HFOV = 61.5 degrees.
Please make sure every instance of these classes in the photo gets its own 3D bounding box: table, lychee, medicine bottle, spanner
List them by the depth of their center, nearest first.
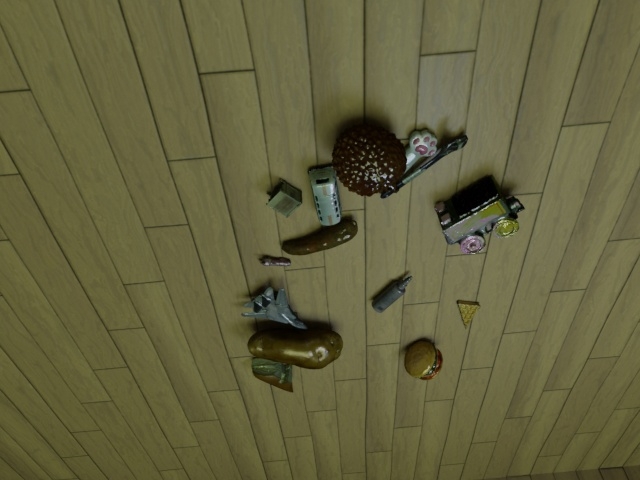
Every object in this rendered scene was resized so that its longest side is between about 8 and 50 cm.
[{"bbox_3d":[0.141,-0.213,1.484,0.200,0.200,0.238,-33,115,24],"label":"lychee"},{"bbox_3d":[0.296,-0.211,1.587,0.315,0.024,0.087,-35,169,30],"label":"spanner"},{"bbox_3d":[-0.110,-0.129,1.627,0.083,0.062,0.079,29,125,-29],"label":"table"},{"bbox_3d":[0.268,0.189,1.969,0.057,0.058,0.199,24,127,-25],"label":"medicine bottle"}]

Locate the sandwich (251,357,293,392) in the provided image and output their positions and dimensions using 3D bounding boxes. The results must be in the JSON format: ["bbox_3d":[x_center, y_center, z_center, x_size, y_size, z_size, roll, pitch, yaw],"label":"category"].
[{"bbox_3d":[-0.178,0.561,2.264,0.088,0.090,0.244,-33,128,28],"label":"sandwich"}]

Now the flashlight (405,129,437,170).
[{"bbox_3d":[0.253,-0.238,1.565,0.093,0.048,0.200,29,124,-30],"label":"flashlight"}]

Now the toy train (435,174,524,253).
[{"bbox_3d":[0.495,-0.072,1.685,0.260,0.134,0.177,-31,128,22],"label":"toy train"}]

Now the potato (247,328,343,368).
[{"bbox_3d":[-0.097,0.413,2.071,0.368,0.195,0.177,6,111,-8],"label":"potato"}]

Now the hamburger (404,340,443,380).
[{"bbox_3d":[0.422,0.495,2.211,0.115,0.162,0.162,34,123,-32],"label":"hamburger"}]

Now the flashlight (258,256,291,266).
[{"bbox_3d":[-0.155,0.072,1.839,0.110,0.052,0.032,3,98,-16],"label":"flashlight"}]

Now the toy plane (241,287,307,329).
[{"bbox_3d":[-0.140,0.260,1.990,0.212,0.088,0.267,-35,135,27],"label":"toy plane"}]

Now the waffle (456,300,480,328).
[{"bbox_3d":[0.559,0.294,2.118,0.097,0.023,0.153,6,134,-9],"label":"waffle"}]

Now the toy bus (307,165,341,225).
[{"bbox_3d":[0.018,-0.127,1.623,0.087,0.089,0.194,-8,135,3],"label":"toy bus"}]

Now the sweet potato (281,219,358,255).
[{"bbox_3d":[0.000,0.000,1.761,0.273,0.075,0.075,-20,132,19],"label":"sweet potato"}]
